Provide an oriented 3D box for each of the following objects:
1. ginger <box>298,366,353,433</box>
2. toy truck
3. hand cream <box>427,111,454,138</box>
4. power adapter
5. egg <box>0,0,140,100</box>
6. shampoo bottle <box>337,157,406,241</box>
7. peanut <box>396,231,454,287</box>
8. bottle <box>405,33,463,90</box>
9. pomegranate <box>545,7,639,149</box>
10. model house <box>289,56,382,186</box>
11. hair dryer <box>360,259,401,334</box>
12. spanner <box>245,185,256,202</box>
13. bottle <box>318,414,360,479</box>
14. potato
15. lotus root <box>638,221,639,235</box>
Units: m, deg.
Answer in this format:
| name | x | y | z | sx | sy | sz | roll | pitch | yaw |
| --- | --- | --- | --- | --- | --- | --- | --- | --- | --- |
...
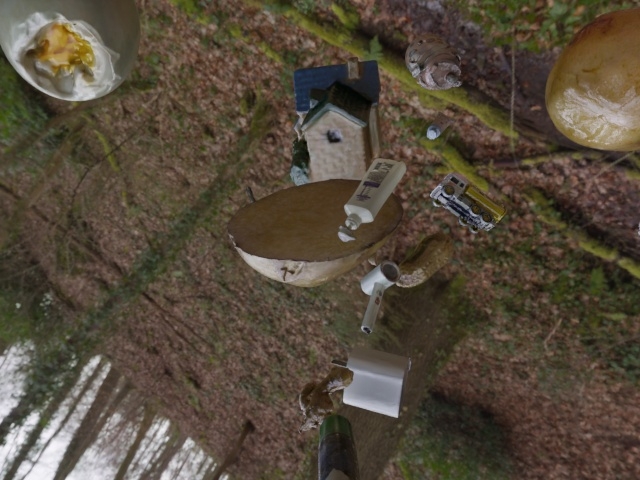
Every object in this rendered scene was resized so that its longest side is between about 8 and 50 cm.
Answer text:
| name | x | y | z | sx | sy | sz | roll | pitch | yaw |
| --- | --- | --- | --- | --- | --- | --- | --- | --- | --- |
| ginger | 0.018 | 0.450 | 1.363 | 0.059 | 0.214 | 0.133 | 42 | -161 | -42 |
| toy truck | 0.468 | -0.119 | 1.503 | 0.226 | 0.114 | 0.098 | 37 | 159 | 4 |
| hand cream | 0.392 | -0.380 | 1.575 | 0.065 | 0.171 | 0.043 | 34 | 133 | 7 |
| power adapter | 0.154 | 0.453 | 1.566 | 0.255 | 0.187 | 0.124 | 10 | -161 | 17 |
| egg | -0.536 | -0.480 | 1.026 | 0.278 | 0.278 | 0.336 | 40 | -152 | -55 |
| shampoo bottle | 0.061 | -0.053 | 0.619 | 0.048 | 0.141 | 0.034 | 16 | 146 | 30 |
| peanut | 0.342 | 0.070 | 1.585 | 0.120 | 0.236 | 0.110 | 49 | -178 | 43 |
| bottle | 0.230 | -0.355 | 0.962 | 0.098 | 0.099 | 0.152 | 32 | -152 | -27 |
| pomegranate | 0.654 | -0.325 | 1.012 | 0.319 | 0.319 | 0.319 | 27 | 171 | 5 |
| model house | 0.038 | -0.407 | 1.595 | 0.334 | 0.382 | 0.343 | -3 | 125 | 9 |
| hair dryer | 0.161 | 0.182 | 1.418 | 0.073 | 0.237 | 0.131 | 28 | 143 | -13 |
| spanner | -0.167 | -0.087 | 1.285 | 0.254 | 0.015 | 0.054 | -127 | 18 | -57 |
| bottle | 0.041 | 0.516 | 1.085 | 0.093 | 0.093 | 0.330 | 28 | -174 | -4 |
| potato | 0.000 | 0.000 | 0.813 | 0.239 | 0.298 | 0.116 | 39 | 144 | 50 |
| lotus root | 0.987 | -0.059 | 1.208 | 0.272 | 0.192 | 0.272 | 35 | 166 | 10 |
